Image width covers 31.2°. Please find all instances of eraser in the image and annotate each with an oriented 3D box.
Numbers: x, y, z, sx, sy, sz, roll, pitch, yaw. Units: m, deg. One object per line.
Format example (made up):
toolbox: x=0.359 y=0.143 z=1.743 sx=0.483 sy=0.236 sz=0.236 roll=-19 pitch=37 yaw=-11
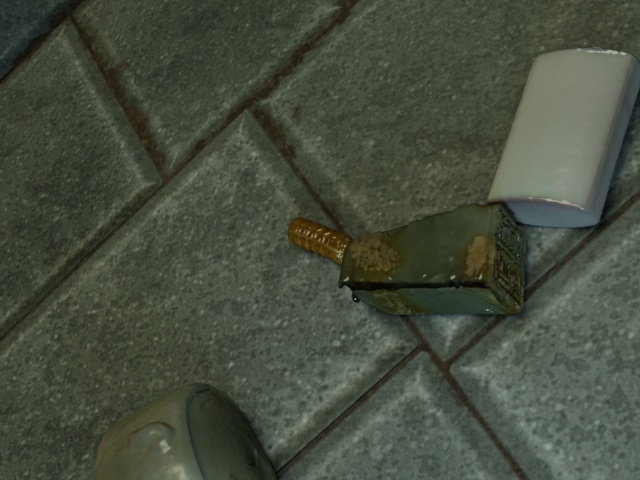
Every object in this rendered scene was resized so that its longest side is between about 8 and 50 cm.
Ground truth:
eraser: x=0.370 y=-0.157 z=1.731 sx=0.174 sy=0.095 sz=0.270 roll=4 pitch=64 yaw=41

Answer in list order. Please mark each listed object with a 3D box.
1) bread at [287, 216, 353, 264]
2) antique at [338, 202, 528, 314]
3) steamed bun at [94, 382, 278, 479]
bread: x=0.000 y=0.000 z=1.955 sx=0.157 sy=0.044 sz=0.052 roll=23 pitch=83 yaw=46
antique: x=0.162 y=0.044 z=1.738 sx=0.284 sy=0.125 sz=0.150 roll=-10 pitch=55 yaw=33
steamed bun: x=-0.212 y=0.387 z=1.721 sx=0.247 sy=0.236 sz=0.383 roll=-37 pitch=44 yaw=15
